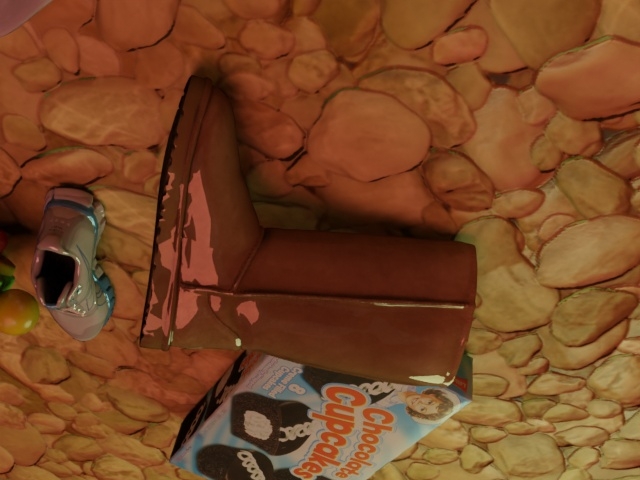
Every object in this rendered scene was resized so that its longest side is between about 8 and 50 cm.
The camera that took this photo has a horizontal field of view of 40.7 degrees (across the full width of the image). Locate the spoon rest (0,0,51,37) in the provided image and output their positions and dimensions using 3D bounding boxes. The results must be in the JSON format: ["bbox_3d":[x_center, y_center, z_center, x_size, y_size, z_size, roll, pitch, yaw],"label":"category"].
[{"bbox_3d":[-0.197,-0.200,0.562,0.276,0.084,0.137,-5,132,16],"label":"spoon rest"}]

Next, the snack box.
[{"bbox_3d":[-0.010,0.181,0.906,0.187,0.060,0.322,27,133,-14],"label":"snack box"}]

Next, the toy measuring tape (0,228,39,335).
[{"bbox_3d":[-0.395,-0.004,0.796,0.330,0.121,0.121,29,135,7],"label":"toy measuring tape"}]

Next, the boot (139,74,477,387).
[{"bbox_3d":[0.000,0.000,0.710,0.269,0.089,0.236,7,111,-13],"label":"boot"}]

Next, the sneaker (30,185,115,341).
[{"bbox_3d":[-0.241,0.043,0.807,0.071,0.083,0.191,8,136,2],"label":"sneaker"}]
